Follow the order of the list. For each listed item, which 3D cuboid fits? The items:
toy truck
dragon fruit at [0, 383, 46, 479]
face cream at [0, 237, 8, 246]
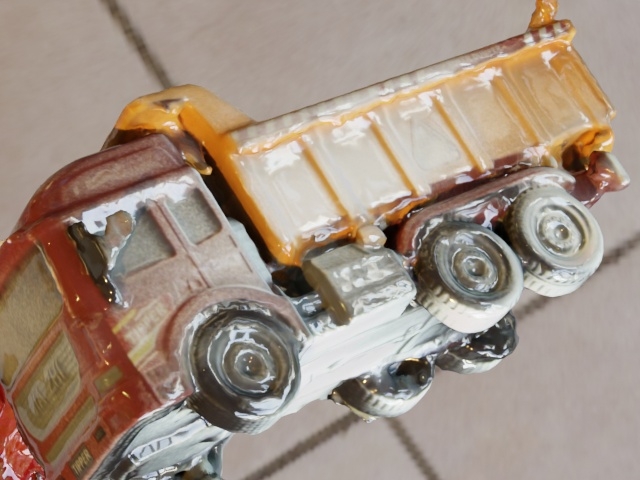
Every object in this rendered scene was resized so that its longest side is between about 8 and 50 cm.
[{"bbox_3d":[0.000,0.000,0.753,0.135,0.270,0.114,58,144,15],"label":"toy truck"},{"bbox_3d":[-0.284,0.142,1.430,0.342,0.277,0.277,-31,96,1],"label":"dragon fruit"},{"bbox_3d":[-0.158,0.001,1.220,0.115,0.020,0.038,-18,121,25],"label":"face cream"}]
